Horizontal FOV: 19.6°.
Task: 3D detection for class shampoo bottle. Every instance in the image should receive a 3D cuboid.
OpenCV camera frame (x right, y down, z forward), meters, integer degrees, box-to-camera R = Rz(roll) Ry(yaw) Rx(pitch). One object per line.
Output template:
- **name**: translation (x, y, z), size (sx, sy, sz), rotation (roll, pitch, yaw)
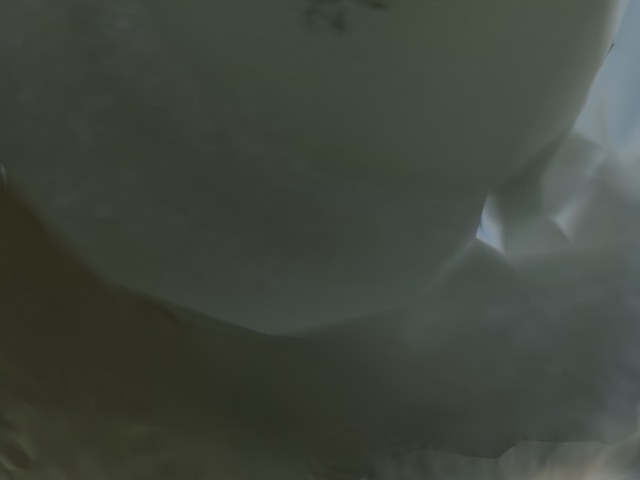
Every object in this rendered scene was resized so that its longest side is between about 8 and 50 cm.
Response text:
- **shampoo bottle**: translation (0.000, 0.000, 0.548), size (0.322, 0.322, 0.317), rotation (43, -30, 11)
